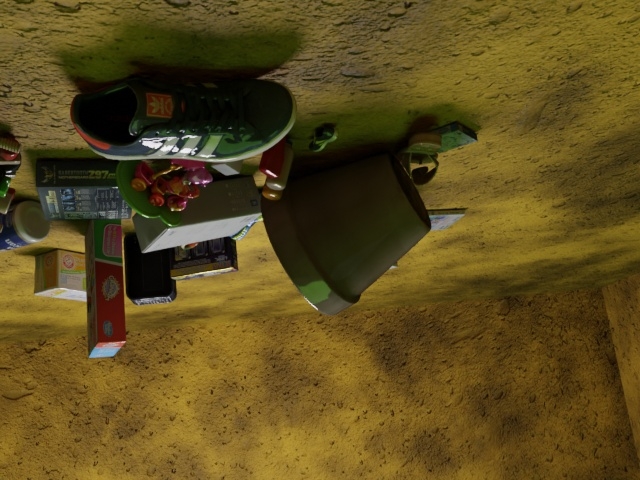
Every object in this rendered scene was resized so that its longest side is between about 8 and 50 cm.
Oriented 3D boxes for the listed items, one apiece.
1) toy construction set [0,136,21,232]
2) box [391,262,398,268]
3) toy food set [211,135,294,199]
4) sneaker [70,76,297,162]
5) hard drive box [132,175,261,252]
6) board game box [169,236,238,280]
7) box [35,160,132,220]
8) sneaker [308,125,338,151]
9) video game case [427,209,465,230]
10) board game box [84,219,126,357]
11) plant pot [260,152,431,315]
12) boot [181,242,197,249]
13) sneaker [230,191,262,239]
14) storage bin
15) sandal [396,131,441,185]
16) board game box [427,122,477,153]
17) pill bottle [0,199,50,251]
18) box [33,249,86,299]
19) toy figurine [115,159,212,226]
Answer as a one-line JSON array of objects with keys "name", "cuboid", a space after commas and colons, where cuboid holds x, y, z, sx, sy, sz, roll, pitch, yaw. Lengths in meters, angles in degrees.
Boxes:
[{"name": "toy construction set", "cuboid": [-0.664, -0.092, 1.261, 0.237, 0.258, 0.309, 18, 180, -19]}, {"name": "box", "cuboid": [0.116, -0.005, 1.904, 0.130, 0.171, 0.091, -14, 165, 28]}, {"name": "toy food set", "cuboid": [-0.124, -0.172, 1.372, 0.111, 0.105, 0.232, -4, 154, 43]}, {"name": "sneaker", "cuboid": [-0.214, -0.193, 1.123, 0.349, 0.131, 0.148, -8, 170, 6]}, {"name": "hard drive box", "cuboid": [-0.270, -0.057, 1.606, 0.232, 0.089, 0.181, -13, 170, -34]}, {"name": "board game box", "cuboid": [-0.301, 0.020, 1.877, 0.170, 0.141, 0.048, -9, 165, 11]}, {"name": "box", "cuboid": [-0.480, -0.099, 1.505, 0.183, 0.059, 0.233, -2, 166, -16]}, {"name": "sneaker", "cuboid": [-0.001, -0.199, 1.406, 0.035, 0.031, 0.083, 19, 149, -31]}, {"name": "video game case", "cuboid": [0.319, -0.056, 2.102, 0.143, 0.019, 0.157, -3, 166, -14]}, {"name": "board game box", "cuboid": [-0.524, 0.109, 1.768, 0.064, 0.317, 0.242, 0, 165, -23]}, {"name": "plant pot", "cuboid": [0.072, -0.041, 1.576, 0.280, 0.323, 0.323, -29, 158, 18]}, {"name": "boot", "cuboid": [-0.306, -0.030, 1.800, 0.059, 0.085, 0.158, 5, 160, -31]}, {"name": "sneaker", "cuboid": [-0.160, -0.074, 1.747, 0.067, 0.078, 0.188, 37, 129, -21]}, {"name": "storage bin", "cuboid": [-0.449, 0.073, 1.931, 0.122, 0.180, 0.084, -5, 165, -6]}, {"name": "sandal", "cuboid": [0.201, -0.153, 1.497, 0.088, 0.079, 0.240, 4, 173, 2]}, {"name": "board game box", "cuboid": [0.260, -0.208, 1.493, 0.090, 0.020, 0.090, -16, 163, 34]}, {"name": "pill bottle", "cuboid": [-0.692, -0.026, 1.619, 0.169, 0.094, 0.094, -13, 164, 24]}, {"name": "box", "cuboid": [-0.692, 0.103, 2.065, 0.103, 0.114, 0.203, -14, 163, 30]}, {"name": "toy figurine", "cuboid": [-0.271, -0.119, 1.393, 0.159, 0.130, 0.173, -26, 128, 25]}]
